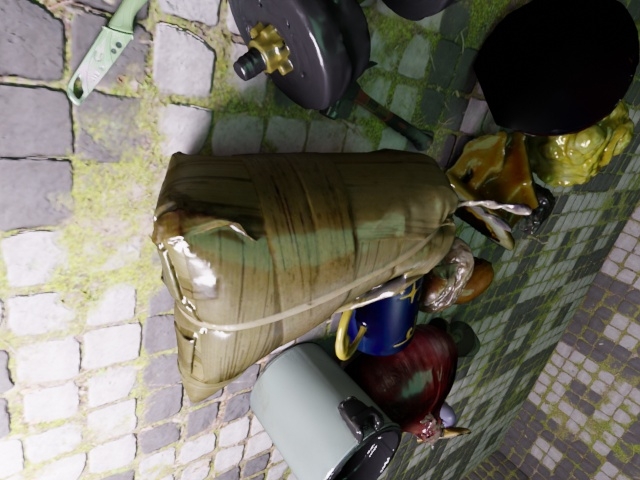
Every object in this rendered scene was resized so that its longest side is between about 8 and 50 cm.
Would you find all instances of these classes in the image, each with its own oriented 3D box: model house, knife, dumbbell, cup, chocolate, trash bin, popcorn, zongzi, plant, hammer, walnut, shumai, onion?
[{"bbox_3d":[0.412,-0.146,0.928,0.239,0.173,0.268,-53,140,1],"label":"model house"},{"bbox_3d":[-0.215,-0.237,0.439,0.207,0.014,0.030,-54,137,3],"label":"knife"},{"bbox_3d":[0.050,-0.314,0.493,0.388,0.185,0.185,-42,136,-11],"label":"dumbbell"},{"bbox_3d":[0.091,0.123,0.827,0.254,0.178,0.257,-24,132,-24],"label":"cup"},{"bbox_3d":[0.479,-0.328,0.827,0.284,0.283,0.186,-62,155,10],"label":"chocolate"},{"bbox_3d":[0.004,0.384,0.855,0.217,0.262,0.278,-13,125,-36],"label":"trash bin"},{"bbox_3d":[0.658,-0.277,1.022,0.250,0.234,0.242,48,57,-66],"label":"popcorn"},{"bbox_3d":[0.009,0.073,0.665,0.499,0.218,0.467,-6,134,-17],"label":"zongzi"},{"bbox_3d":[0.572,-0.093,1.135,0.194,0.132,0.129,-20,126,-37],"label":"plant"},{"bbox_3d":[0.122,-0.223,0.729,0.287,0.033,0.111,15,107,-46],"label":"hammer"},{"bbox_3d":[0.416,0.110,1.145,0.207,0.116,0.116,-28,132,-18],"label":"walnut"},{"bbox_3d":[0.254,0.084,0.949,0.152,0.162,0.209,-2,145,-41],"label":"shumai"},{"bbox_3d":[0.220,0.383,1.030,0.347,0.286,0.348,-25,149,-17],"label":"onion"}]

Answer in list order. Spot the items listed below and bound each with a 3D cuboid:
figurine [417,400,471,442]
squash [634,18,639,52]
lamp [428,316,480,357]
[{"bbox_3d":[0.334,0.480,1.254,0.180,0.257,0.208,-4,151,-11],"label":"figurine"},{"bbox_3d":[0.825,-0.554,1.096,0.224,0.094,0.095,-16,127,-25],"label":"squash"},{"bbox_3d":[0.431,0.312,1.291,0.214,0.121,0.121,33,93,-38],"label":"lamp"}]
